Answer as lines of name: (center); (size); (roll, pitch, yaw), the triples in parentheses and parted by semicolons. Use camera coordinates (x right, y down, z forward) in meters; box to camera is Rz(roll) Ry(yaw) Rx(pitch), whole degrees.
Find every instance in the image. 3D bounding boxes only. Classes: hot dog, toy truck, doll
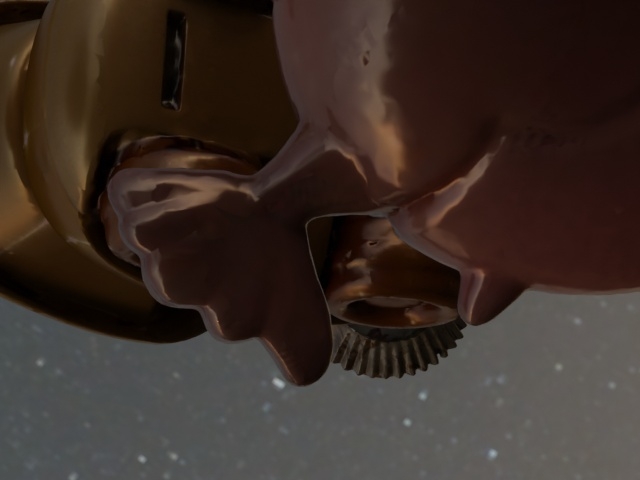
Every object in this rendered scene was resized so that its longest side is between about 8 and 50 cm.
hot dog: (0.000, 0.000, 1.159); (0.131, 0.252, 0.069); (-39, -23, -12)
toy truck: (-0.054, -0.056, 0.860); (0.288, 0.212, 0.204); (14, -111, -33)
doll: (0.065, -0.062, 0.407); (0.262, 0.211, 0.093); (-42, -1, -11)
